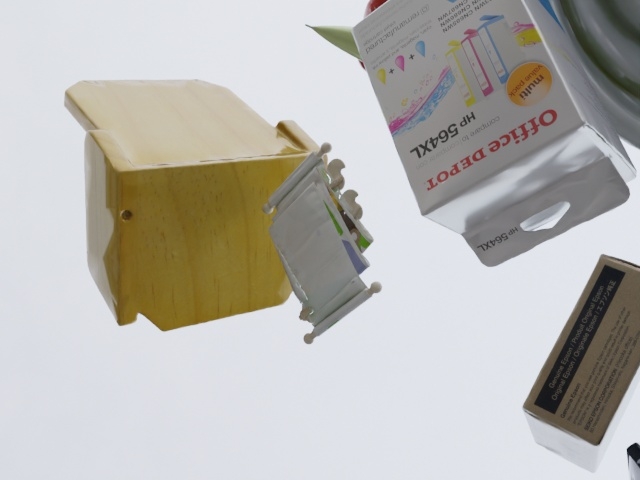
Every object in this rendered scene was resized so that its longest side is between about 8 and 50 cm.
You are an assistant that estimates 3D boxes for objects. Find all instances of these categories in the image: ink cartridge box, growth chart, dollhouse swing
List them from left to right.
[{"bbox_3d":[-0.220,-0.076,1.221,0.305,0.346,0.315,26,-62,47],"label":"dollhouse swing"},{"bbox_3d":[0.000,0.000,1.047,0.172,0.021,0.237,-34,-115,33],"label":"growth chart"},{"bbox_3d":[0.094,-0.068,0.411,0.092,0.090,0.143,-31,-119,27],"label":"ink cartridge box"},{"bbox_3d":[0.317,0.149,0.880,0.088,0.193,0.235,24,-14,26],"label":"ink cartridge box"}]

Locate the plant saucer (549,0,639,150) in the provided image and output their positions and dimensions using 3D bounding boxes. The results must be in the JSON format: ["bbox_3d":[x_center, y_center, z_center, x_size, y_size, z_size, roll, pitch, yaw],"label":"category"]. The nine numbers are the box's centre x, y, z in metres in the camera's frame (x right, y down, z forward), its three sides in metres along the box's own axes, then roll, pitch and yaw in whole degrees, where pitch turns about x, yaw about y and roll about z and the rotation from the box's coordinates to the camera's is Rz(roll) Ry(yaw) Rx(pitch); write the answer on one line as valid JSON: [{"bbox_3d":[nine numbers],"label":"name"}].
[{"bbox_3d":[0.335,-0.258,0.619,0.400,0.100,0.401,-2,-77,-8],"label":"plant saucer"}]

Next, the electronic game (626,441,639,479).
[{"bbox_3d":[0.355,0.272,0.672,0.048,0.229,0.229,-43,-85,9],"label":"electronic game"}]

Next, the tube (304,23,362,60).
[{"bbox_3d":[0.107,-0.167,0.740,0.240,0.062,0.070,23,-27,17],"label":"tube"}]

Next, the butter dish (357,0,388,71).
[{"bbox_3d":[0.103,-0.261,1.013,0.118,0.160,0.160,-30,-103,-6],"label":"butter dish"}]
